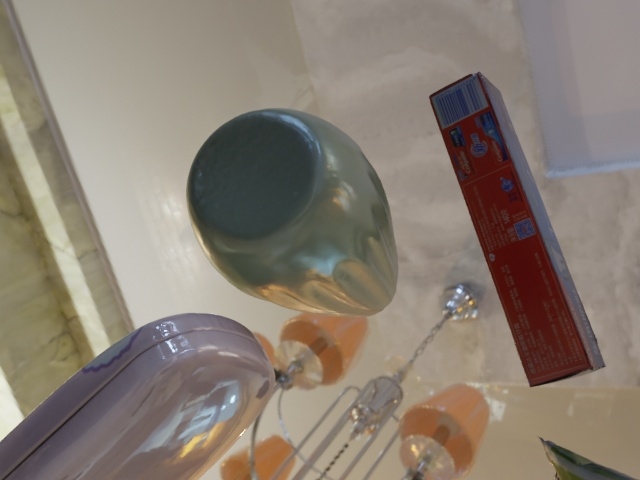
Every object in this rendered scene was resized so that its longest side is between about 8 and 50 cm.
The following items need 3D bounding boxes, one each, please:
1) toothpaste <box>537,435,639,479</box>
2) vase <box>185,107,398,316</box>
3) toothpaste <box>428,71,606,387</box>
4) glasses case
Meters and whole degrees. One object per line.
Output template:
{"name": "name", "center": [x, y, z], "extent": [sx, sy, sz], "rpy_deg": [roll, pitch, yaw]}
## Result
{"name": "toothpaste", "center": [0.248, 0.201, 0.469], "extent": [0.248, 0.047, 0.078], "rpy_deg": [6, -56, 63]}
{"name": "vase", "center": [0.000, 0.000, 0.527], "extent": [0.128, 0.248, 0.128], "rpy_deg": [-7, -111, 18]}
{"name": "toothpaste", "center": [0.198, -0.015, 0.707], "extent": [0.066, 0.076, 0.320], "rpy_deg": [-24, -109, 28]}
{"name": "glasses case", "center": [-0.155, 0.156, 0.448], "extent": [0.297, 0.113, 0.075], "rpy_deg": [-41, -127, 11]}
